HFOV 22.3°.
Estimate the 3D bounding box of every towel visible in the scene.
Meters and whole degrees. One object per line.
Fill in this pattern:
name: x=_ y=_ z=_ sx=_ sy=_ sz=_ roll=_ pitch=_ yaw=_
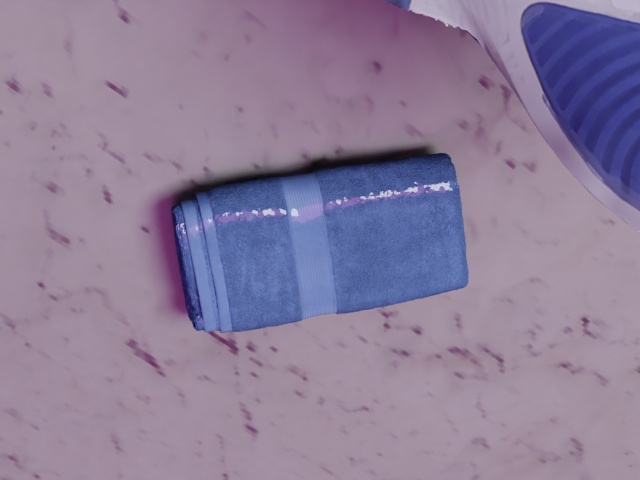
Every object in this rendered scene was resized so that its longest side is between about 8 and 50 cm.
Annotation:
towel: x=0.000 y=0.000 z=0.675 sx=0.119 sy=0.029 sz=0.067 roll=-9 pitch=122 yaw=-5

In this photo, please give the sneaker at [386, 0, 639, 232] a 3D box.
sneaker: x=0.080 y=-0.128 z=0.506 sx=0.315 sy=0.182 sz=0.127 roll=29 pitch=134 yaw=13
